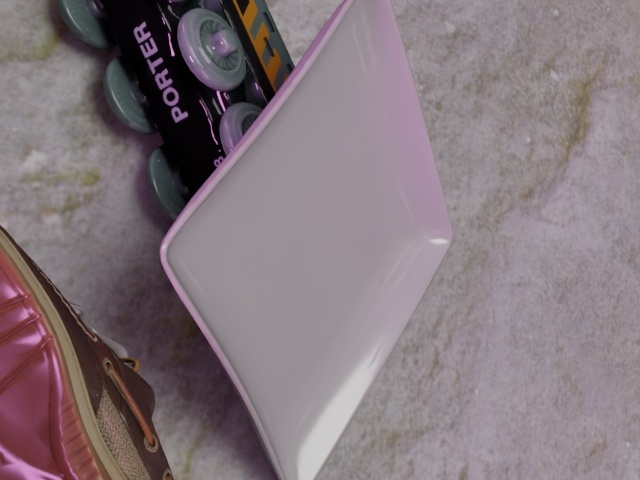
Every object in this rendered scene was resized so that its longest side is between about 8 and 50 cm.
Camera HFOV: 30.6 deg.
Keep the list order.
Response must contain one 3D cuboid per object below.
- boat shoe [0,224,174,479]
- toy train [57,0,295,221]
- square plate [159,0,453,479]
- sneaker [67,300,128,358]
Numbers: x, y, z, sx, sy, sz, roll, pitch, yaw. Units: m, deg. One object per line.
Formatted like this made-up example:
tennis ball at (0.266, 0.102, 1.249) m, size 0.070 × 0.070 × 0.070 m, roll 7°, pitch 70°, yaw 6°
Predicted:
boat shoe at (-0.177, 0.131, 0.824) m, size 0.342 × 0.123 × 0.123 m, roll 58°, pitch 16°, yaw 0°
toy train at (-0.101, -0.161, 1.067) m, size 0.190 × 0.142 × 0.334 m, roll -27°, pitch 91°, yaw -56°
square plate at (0.000, 0.000, 1.022) m, size 0.344 × 0.049 × 0.347 m, roll -56°, pitch 143°, yaw -31°
sneaker at (-0.225, 0.055, 0.884) m, size 0.190 × 0.083 × 0.071 m, roll 34°, pitch 53°, yaw -27°
